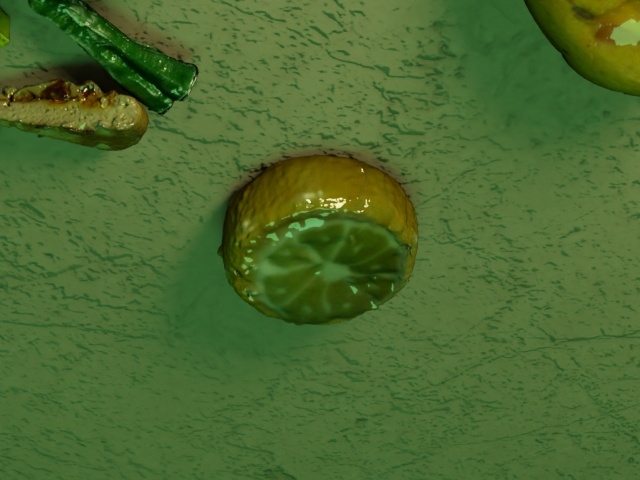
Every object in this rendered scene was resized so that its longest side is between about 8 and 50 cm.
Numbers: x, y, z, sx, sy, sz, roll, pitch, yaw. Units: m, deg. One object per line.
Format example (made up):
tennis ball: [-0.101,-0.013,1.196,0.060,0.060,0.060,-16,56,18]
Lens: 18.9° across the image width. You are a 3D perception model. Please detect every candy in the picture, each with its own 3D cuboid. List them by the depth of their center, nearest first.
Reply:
candy: [0.000,0.000,2.463,0.259,0.118,0.260,-5,139,-5]

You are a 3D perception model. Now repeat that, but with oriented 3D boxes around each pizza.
pizza: [-0.298,-0.154,2.259,0.193,0.069,0.154,10,174,-7]

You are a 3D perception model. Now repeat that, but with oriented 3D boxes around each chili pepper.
chili pepper: [-0.247,-0.224,2.187,0.088,0.059,0.227,-28,135,35]

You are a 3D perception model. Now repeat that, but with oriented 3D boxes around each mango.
mango: [0.324,-0.299,2.061,0.253,0.182,0.365,-30,125,34]

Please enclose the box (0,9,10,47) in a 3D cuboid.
box: [-0.537,-0.226,2.163,0.335,0.047,0.187,-22,139,20]
